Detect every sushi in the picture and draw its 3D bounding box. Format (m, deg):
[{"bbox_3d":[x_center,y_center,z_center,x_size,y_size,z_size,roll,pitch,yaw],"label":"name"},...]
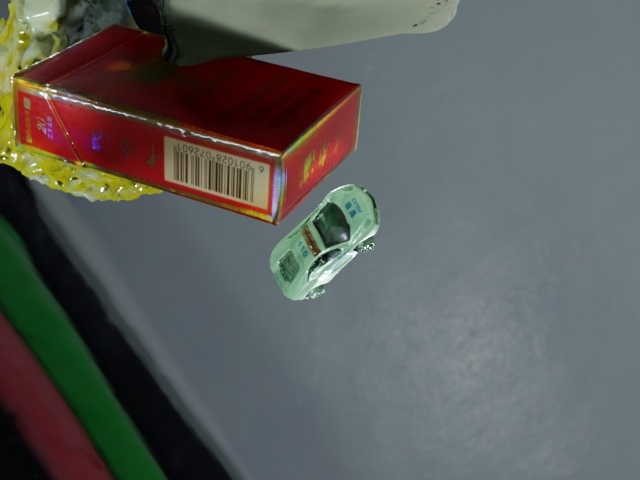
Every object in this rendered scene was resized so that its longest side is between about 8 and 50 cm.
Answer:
[{"bbox_3d":[-0.281,-0.254,1.546,0.351,0.240,0.396,13,-109,-34],"label":"sushi"}]

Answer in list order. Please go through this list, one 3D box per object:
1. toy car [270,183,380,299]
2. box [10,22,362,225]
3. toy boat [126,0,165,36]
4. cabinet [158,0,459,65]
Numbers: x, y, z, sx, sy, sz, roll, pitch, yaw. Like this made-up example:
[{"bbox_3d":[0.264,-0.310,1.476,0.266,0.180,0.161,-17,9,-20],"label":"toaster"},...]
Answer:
[{"bbox_3d":[0.000,0.000,1.402,0.058,0.186,0.093,-1,-124,-46],"label":"toy car"},{"bbox_3d":[-0.138,-0.131,1.176,0.313,0.089,0.197,18,-146,18],"label":"box"},{"bbox_3d":[-0.083,-0.324,1.307,0.134,0.299,0.092,87,168,-58],"label":"toy boat"},{"bbox_3d":[-0.029,-0.360,1.022,0.227,0.290,0.317,115,144,-76],"label":"cabinet"}]
